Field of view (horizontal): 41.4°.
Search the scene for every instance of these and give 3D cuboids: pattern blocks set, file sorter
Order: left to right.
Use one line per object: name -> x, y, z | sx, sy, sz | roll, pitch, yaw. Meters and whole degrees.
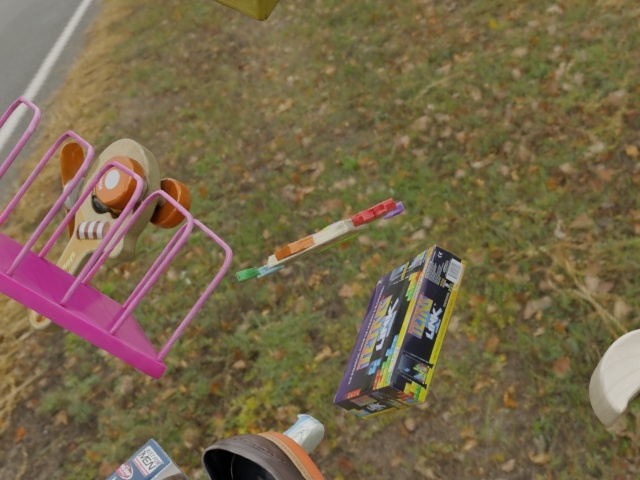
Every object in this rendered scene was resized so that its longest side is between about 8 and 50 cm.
file sorter -> -0.278, -0.011, 1.002 | 0.182, 0.290, 0.202 | -54, 30, -2
pattern blocks set -> 0.000, 0.000, 1.544 | 0.325, 0.026, 0.285 | -25, -5, 10

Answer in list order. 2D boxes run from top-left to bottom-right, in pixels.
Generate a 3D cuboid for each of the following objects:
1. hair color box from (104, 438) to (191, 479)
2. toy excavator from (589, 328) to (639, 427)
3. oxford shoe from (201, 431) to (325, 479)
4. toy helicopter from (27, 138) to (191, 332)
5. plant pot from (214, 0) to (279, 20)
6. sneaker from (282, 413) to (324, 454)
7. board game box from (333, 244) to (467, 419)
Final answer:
hair color box -> -0.370, 0.545, 1.510 | 0.347, 0.174, 0.105 | -42, 30, -17
toy excavator -> 0.489, 0.367, 0.975 | 0.433, 0.222, 0.445 | 19, 66, 15
oxford shoe -> -0.007, 0.269, 0.720 | 0.271, 0.098, 0.097 | 37, 99, 34
toy helicopter -> -0.393, -0.011, 1.408 | 0.235, 0.140, 0.355 | 36, 97, 37
plant pot -> -0.145, -0.563, 1.515 | 0.212, 0.187, 0.212 | 25, 67, 9
sneaker -> -0.088, 0.501, 1.945 | 0.086, 0.085, 0.237 | 19, 56, 44
board game box -> 0.087, 0.104, 0.941 | 0.141, 0.048, 0.170 | -37, 28, 60
